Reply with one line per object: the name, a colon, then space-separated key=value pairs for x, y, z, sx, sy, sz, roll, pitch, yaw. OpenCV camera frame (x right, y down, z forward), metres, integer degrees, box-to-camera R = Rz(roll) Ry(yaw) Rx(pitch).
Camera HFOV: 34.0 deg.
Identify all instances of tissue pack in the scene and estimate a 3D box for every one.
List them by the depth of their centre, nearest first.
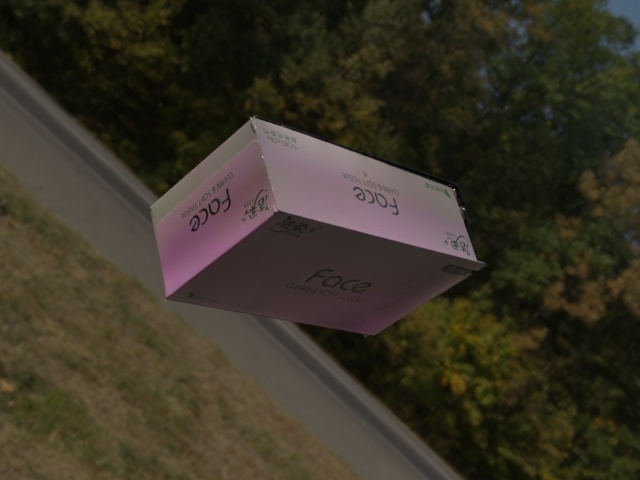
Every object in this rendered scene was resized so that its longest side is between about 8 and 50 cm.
tissue pack: x=0.000 y=0.000 z=0.877 sx=0.246 sy=0.148 sz=0.093 roll=13 pitch=52 yaw=-42
